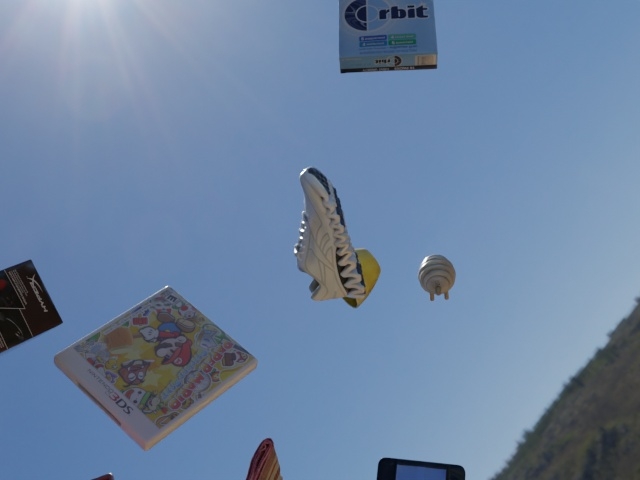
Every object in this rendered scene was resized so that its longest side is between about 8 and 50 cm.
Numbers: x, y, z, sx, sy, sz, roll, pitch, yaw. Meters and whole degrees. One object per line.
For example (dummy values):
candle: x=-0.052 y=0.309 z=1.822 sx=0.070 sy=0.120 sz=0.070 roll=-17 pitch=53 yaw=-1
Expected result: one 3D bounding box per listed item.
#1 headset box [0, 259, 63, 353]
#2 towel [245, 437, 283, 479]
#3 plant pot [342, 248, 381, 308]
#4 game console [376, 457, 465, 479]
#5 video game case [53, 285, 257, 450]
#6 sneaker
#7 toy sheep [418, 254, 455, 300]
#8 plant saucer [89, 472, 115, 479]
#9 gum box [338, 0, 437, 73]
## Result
headset box: x=-0.542 y=0.149 z=1.163 sx=0.218 sy=0.110 sz=0.293 roll=-25 pitch=2 yaw=36
towel: x=-0.143 y=0.599 z=1.865 sx=0.329 sy=0.037 sz=0.237 roll=85 pitch=-154 yaw=-55
plant pot: x=0.080 y=0.072 z=1.922 sx=0.095 sy=0.134 sz=0.134 roll=-35 pitch=-27 yaw=-14
game console: x=0.155 y=0.397 z=1.338 sx=0.085 sy=0.144 sz=0.124 roll=80 pitch=-163 yaw=-58
video game case: x=-0.244 y=0.182 z=1.281 sx=0.227 sy=0.206 sz=0.026 roll=-34 pitch=-30 yaw=-40
sneaker: x=0.000 y=0.000 z=1.597 sx=0.118 sy=0.110 sz=0.292 roll=-14 pitch=-59 yaw=6
toy sheep: x=0.256 y=0.081 z=1.864 sx=0.132 sy=0.091 sz=0.091 roll=-94 pitch=25 yaw=-58
plant saucer: x=-0.325 y=0.409 z=0.926 sx=0.258 sy=0.259 sz=0.048 roll=-25 pitch=-51 yaw=28
gum box: x=0.108 y=-0.359 z=1.392 sx=0.041 sy=0.156 sz=0.184 roll=81 pitch=-171 yaw=-59
